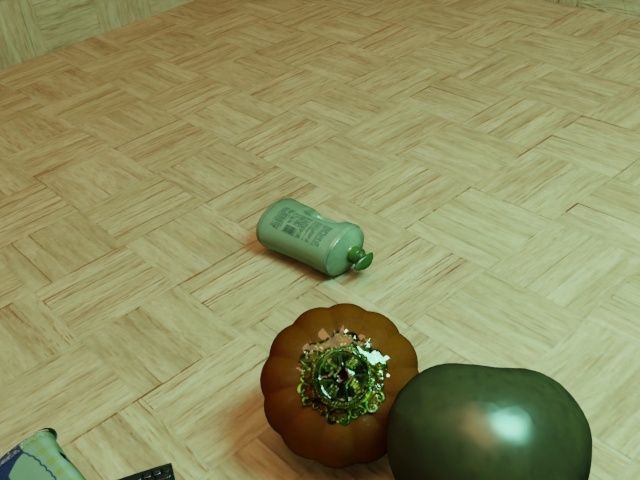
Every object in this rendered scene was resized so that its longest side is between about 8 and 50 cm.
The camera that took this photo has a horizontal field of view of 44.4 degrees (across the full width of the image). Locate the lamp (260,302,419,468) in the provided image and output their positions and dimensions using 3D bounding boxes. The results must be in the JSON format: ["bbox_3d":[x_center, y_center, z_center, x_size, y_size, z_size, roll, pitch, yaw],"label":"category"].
[{"bbox_3d":[0.028,0.196,1.070,0.223,0.196,0.223,0,73,0],"label":"lamp"}]

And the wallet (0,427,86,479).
[{"bbox_3d":[-0.351,0.389,0.954,0.223,0.077,0.310,-35,47,-26],"label":"wallet"}]

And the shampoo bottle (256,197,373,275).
[{"bbox_3d":[0.000,0.000,1.448,0.234,0.087,0.118,23,46,36],"label":"shampoo bottle"}]

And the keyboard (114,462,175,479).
[{"bbox_3d":[-0.314,0.368,1.046,0.251,0.017,0.087,-15,35,-11],"label":"keyboard"}]

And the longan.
[{"bbox_3d":[0.199,0.248,0.939,0.246,0.215,0.246,30,25,-16],"label":"longan"}]
